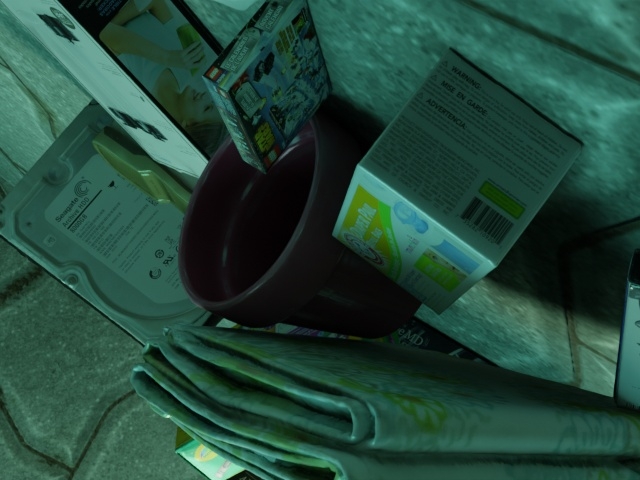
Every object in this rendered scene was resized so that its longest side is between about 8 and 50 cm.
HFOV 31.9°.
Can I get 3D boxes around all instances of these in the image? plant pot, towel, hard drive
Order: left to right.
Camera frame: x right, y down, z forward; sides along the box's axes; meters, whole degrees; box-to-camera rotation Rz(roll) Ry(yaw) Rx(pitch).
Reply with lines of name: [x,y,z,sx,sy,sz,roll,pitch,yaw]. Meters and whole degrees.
hard drive: [-0.250,-0.013,1.510,0.339,0.237,0.064,35,167,16]
plant pot: [0.000,0.000,1.014,0.180,0.201,0.201,27,175,-33]
towel: [0.076,0.145,0.906,0.374,0.090,0.320,9,-178,-36]

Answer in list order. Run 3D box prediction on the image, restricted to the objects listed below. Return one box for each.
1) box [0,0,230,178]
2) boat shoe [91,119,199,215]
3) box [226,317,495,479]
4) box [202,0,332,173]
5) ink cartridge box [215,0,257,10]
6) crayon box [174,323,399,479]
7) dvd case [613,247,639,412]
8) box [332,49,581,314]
box: [-0.179,-0.180,1.065,0.169,0.087,0.290,22,160,50]
boat shoe: [-0.116,-0.066,1.253,0.302,0.103,0.113,36,165,16]
box: [0.118,0.294,1.402,0.343,0.312,0.179,29,164,32]
box: [-0.038,-0.121,0.868,0.027,0.094,0.137,33,166,20]
ink cartridge box: [-0.170,-0.299,0.717,0.385,0.091,0.308,24,171,-16]
crayon box: [-0.041,0.154,1.336,0.081,0.278,0.165,47,-156,-30]
dvd case: [0.283,0.081,0.716,0.179,0.029,0.238,12,159,17]
box: [0.088,-0.032,0.810,0.114,0.103,0.203,37,167,5]
